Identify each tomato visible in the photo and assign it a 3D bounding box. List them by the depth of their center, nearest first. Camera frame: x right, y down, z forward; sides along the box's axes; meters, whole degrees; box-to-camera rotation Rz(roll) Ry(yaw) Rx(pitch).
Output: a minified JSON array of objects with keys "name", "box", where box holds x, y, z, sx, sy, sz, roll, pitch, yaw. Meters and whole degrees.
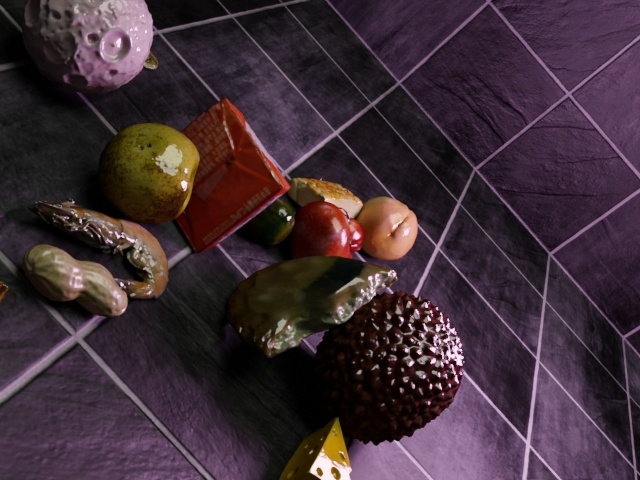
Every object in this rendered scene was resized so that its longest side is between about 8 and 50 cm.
[{"name":"tomato","box":[0.000,0.000,1.917,0.152,0.187,0.187,-5,48,-12]}]

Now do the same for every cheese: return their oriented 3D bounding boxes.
[{"name":"cheese","box":[-0.001,0.400,1.464,0.126,0.093,0.171,39,27,-19]}]

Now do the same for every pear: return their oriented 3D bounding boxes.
[{"name":"pear","box":[-0.331,-0.129,1.542,0.197,0.197,0.197,37,29,-24]}]

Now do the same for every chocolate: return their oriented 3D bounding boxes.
[{"name":"chocolate","box":[-0.209,-0.129,1.689,0.234,0.237,0.108,56,14,12]}]

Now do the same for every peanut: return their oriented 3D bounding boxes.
[{"name":"peanut","box":[-0.392,0.068,1.314,0.187,0.082,0.082,29,33,-38]}]

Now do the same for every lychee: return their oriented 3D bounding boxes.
[{"name":"lychee","box":[0.131,0.249,1.639,0.330,0.306,0.306,-7,60,-52]}]

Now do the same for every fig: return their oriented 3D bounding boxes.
[{"name":"fig","box":[-0.144,-0.064,1.853,0.177,0.117,0.117,35,25,7]}]

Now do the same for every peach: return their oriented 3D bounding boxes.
[{"name":"peach","box":[0.069,-0.016,2.118,0.101,0.101,0.100,37,29,-24]},{"name":"peach","box":[0.178,-0.031,2.227,0.184,0.184,0.184,37,29,-24]}]

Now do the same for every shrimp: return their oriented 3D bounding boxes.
[{"name":"shrimp","box":[-0.377,0.018,1.432,0.296,0.058,0.169,22,39,-49]}]

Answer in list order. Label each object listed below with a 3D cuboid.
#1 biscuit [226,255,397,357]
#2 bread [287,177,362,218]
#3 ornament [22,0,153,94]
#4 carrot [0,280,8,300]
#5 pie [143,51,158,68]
[{"name":"biscuit","box":[-0.033,0.114,1.585,0.335,0.329,0.078,-58,140,-56]},{"name":"bread","box":[0.014,-0.111,2.147,0.125,0.068,0.188,33,16,32]},{"name":"ornament","box":[-0.463,-0.422,1.640,0.225,0.259,0.259,34,12,39]},{"name":"carrot","box":[-0.557,0.017,1.088,0.302,0.114,0.114,42,27,-16]},{"name":"pie","box":[-0.433,-0.451,1.996,0.084,0.021,0.084,36,29,-24]}]
